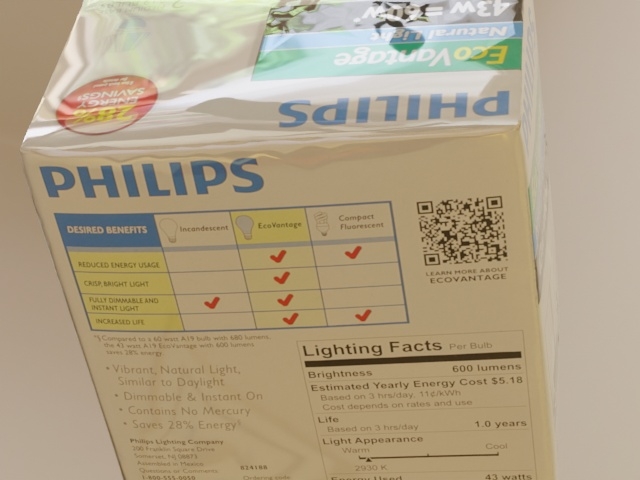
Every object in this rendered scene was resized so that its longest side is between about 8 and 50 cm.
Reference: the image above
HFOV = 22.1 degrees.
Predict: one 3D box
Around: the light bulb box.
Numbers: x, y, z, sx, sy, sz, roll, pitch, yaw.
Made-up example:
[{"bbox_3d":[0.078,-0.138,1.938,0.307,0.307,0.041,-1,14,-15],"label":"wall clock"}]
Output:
[{"bbox_3d":[0.000,0.000,1.272,0.225,0.358,0.361,-80,164,-50],"label":"light bulb box"}]
